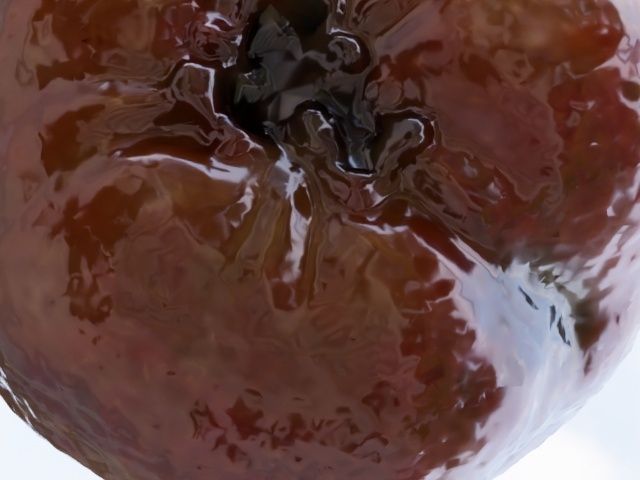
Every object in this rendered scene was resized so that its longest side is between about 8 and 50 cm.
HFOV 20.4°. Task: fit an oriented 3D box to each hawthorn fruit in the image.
[{"bbox_3d":[0.000,0.000,0.531,0.207,0.207,0.243,50,-13,16],"label":"hawthorn fruit"}]
